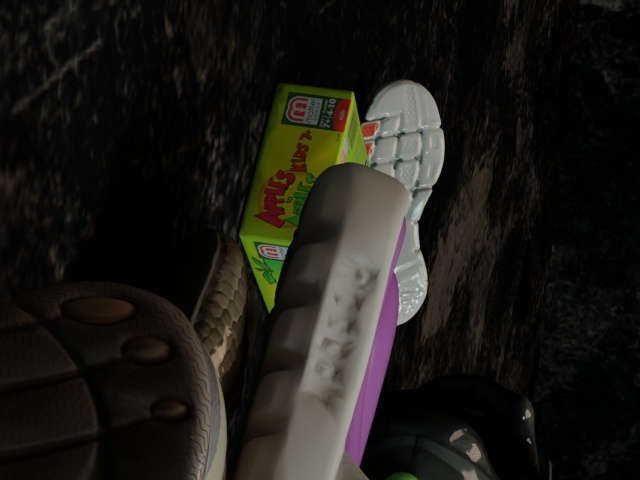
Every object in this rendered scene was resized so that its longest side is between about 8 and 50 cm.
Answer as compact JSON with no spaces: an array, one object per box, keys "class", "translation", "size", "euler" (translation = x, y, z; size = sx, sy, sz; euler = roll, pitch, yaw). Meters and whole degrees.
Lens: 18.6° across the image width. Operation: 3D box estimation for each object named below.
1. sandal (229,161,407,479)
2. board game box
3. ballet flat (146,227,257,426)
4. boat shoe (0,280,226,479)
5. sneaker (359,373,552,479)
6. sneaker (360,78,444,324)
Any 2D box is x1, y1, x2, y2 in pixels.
[{"class":"sandal","translation":[0.002,0.163,0.753],"size":[0.169,0.102,0.416],"euler":[109,-7,-70]},{"class":"board game box","translation":[0.000,0.000,1.079],"size":[0.181,0.043,0.092],"euler":[73,28,-62]},{"class":"ballet flat","translation":[-0.066,0.115,0.748],"size":[0.084,0.058,0.250],"euler":[-29,-138,61]},{"class":"boat shoe","translation":[-0.087,0.178,0.621],"size":[0.116,0.123,0.324],"euler":[76,26,-65]},{"class":"sneaker","translation":[0.116,0.203,1.416],"size":[0.483,0.185,0.202],"euler":[35,68,-78]},{"class":"sneaker","translation":[0.038,-0.027,1.256],"size":[0.065,0.061,0.158],"euler":[-139,-126,-72]}]
